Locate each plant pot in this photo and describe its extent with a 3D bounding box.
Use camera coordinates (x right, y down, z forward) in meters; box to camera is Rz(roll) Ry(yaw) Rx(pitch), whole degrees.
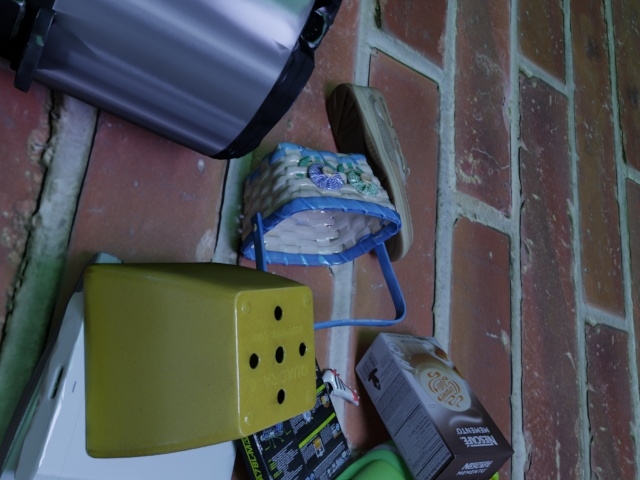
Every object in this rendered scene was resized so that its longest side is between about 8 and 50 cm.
[{"bbox_3d":[-0.120,0.127,0.683,0.212,0.187,0.212,3,84,-58],"label":"plant pot"}]

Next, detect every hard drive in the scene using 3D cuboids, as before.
[{"bbox_3d":[-0.207,0.209,0.751,0.307,0.040,0.203,37,56,-50],"label":"hard drive"}]

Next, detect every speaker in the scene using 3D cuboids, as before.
[{"bbox_3d":[0.045,0.435,0.901,0.296,0.131,0.131,-29,97,-38],"label":"speaker"}]

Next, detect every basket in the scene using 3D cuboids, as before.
[{"bbox_3d":[0.000,0.000,0.929,0.254,0.201,0.289,2,68,-37],"label":"basket"}]

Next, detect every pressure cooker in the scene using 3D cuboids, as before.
[{"bbox_3d":[-0.220,-0.339,0.734,0.420,0.370,0.376,22,103,-28],"label":"pressure cooker"}]

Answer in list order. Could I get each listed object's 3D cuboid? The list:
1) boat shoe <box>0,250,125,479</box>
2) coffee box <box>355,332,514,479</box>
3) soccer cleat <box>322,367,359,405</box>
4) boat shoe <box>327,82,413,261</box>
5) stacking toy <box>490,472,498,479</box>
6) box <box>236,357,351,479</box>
[{"bbox_3d":[-0.292,0.156,0.731,0.094,0.109,0.302,29,60,-24],"label":"boat shoe"},{"bbox_3d":[0.180,0.275,0.977,0.141,0.098,0.246,10,33,-35],"label":"coffee box"},{"bbox_3d":[0.032,0.253,1.001,0.035,0.029,0.083,-45,103,-26],"label":"soccer cleat"},{"bbox_3d":[0.117,-0.131,1.102,0.110,0.121,0.341,-10,84,-37],"label":"boat shoe"},{"bbox_3d":[0.259,0.423,1.070,0.165,0.175,0.302,33,47,-27],"label":"stacking toy"},{"bbox_3d":[-0.042,0.290,0.893,0.190,0.045,0.184,-24,92,-56],"label":"box"}]
